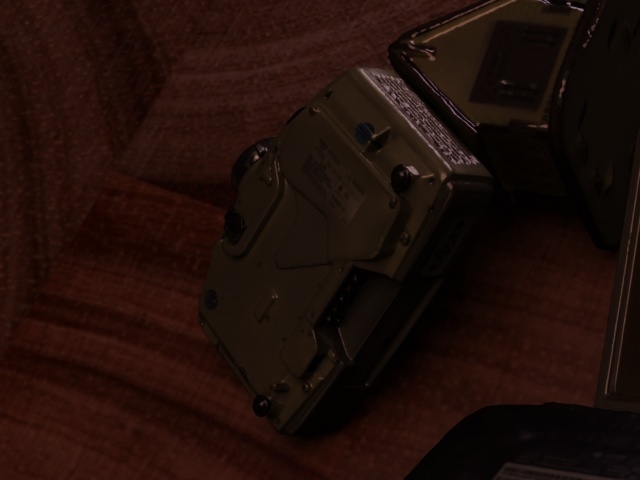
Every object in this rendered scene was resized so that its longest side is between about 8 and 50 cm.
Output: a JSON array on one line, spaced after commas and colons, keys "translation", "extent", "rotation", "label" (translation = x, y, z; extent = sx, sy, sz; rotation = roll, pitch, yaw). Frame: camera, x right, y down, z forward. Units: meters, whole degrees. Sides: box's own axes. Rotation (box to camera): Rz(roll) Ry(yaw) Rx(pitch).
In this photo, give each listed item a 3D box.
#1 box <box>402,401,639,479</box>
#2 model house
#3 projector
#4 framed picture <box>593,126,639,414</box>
[{"translation": [0.171, 0.207, 1.102], "extent": [0.290, 0.073, 0.289], "rotation": [5, 26, 32], "label": "box"}, {"translation": [0.126, -0.137, 1.333], "extent": [0.278, 0.218, 0.205], "rotation": [12, 65, 28], "label": "model house"}, {"translation": [0.000, 0.000, 1.286], "extent": [0.193, 0.088, 0.269], "rotation": [51, 122, 33], "label": "projector"}, {"translation": [0.338, 0.022, 1.160], "extent": [0.315, 0.024, 0.232], "rotation": [1, 77, 48], "label": "framed picture"}]
